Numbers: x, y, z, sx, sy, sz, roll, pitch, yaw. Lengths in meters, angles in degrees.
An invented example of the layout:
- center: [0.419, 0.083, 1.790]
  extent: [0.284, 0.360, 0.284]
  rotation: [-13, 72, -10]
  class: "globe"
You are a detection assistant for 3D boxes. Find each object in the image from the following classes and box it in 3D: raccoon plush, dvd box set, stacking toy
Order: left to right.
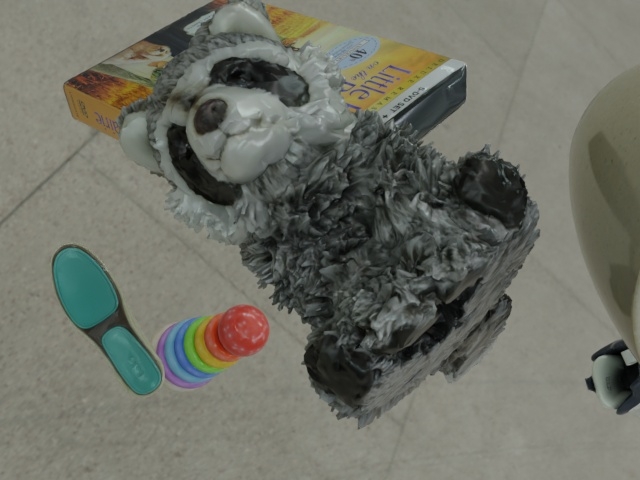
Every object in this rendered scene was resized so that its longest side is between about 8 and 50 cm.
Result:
- center: [-0.192, 0.186, 1.494]
  extent: [0.141, 0.330, 0.141]
  rotation: [13, 66, -31]
  class: "stacking toy"
- center: [-0.076, -0.184, 1.021]
  extent: [0.420, 0.062, 0.307]
  rotation: [27, 52, 35]
  class: "dvd box set"
- center: [0.000, 0.000, 0.724]
  extent: [0.216, 0.446, 0.299]
  rotation: [-43, 69, -13]
  class: "raccoon plush"

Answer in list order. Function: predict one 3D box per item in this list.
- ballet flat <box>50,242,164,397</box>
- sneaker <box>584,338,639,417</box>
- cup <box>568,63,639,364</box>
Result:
- center: [-0.302, 0.111, 1.160]
  extent: [0.086, 0.086, 0.249]
  rotation: [-40, 109, -49]
  class: "ballet flat"
- center: [0.409, 0.185, 1.086]
  extent: [0.153, 0.235, 0.094]
  rotation: [-11, 66, -10]
  class: "sneaker"
- center: [0.363, -0.048, 0.746]
  extent: [0.331, 0.331, 0.237]
  rotation: [24, 19, -28]
  class: "cup"
